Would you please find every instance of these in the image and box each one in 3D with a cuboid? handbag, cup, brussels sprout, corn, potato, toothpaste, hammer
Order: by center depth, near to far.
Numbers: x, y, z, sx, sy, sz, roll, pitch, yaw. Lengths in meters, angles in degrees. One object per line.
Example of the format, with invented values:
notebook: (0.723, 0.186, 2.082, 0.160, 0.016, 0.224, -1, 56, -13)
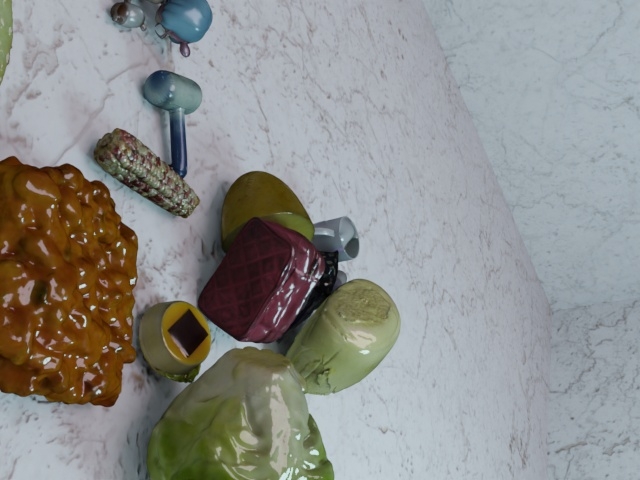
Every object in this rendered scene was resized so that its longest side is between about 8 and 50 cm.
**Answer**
brussels sprout: (-0.128, 0.334, 1.232, 0.242, 0.274, 0.316, -168, -117, -74)
corn: (-0.284, -0.107, 1.338, 0.237, 0.079, 0.079, 40, 45, -50)
hammer: (-0.263, -0.207, 1.440, 0.116, 0.069, 0.194, 7, 77, -62)
handbag: (-0.105, 0.077, 1.454, 0.225, 0.146, 0.135, -58, 148, 6)
potato: (-0.116, -0.058, 1.566, 0.203, 0.178, 0.158, 10, 50, -39)
handbag: (-0.032, 0.056, 1.691, 0.115, 0.139, 0.072, -65, 168, -66)
toothpaste: (-0.004, 0.132, 1.740, 0.282, 0.068, 0.099, -46, 152, -61)
cup: (0.003, -0.006, 1.776, 0.136, 0.133, 0.099, 55, 36, -36)

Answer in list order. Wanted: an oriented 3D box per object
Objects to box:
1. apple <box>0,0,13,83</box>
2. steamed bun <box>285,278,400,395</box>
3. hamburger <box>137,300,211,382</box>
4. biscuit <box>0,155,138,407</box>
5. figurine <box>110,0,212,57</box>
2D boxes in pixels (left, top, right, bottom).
apple: (-0.496, -0.210, 0.851, 0.254, 0.179, 0.346, 32, 55, -2)
steamed bun: (0.055, 0.213, 1.654, 0.166, 0.232, 0.273, 37, 28, 12)
hamburger: (-0.239, 0.167, 1.304, 0.141, 0.081, 0.126, 47, 36, -26)
biscuit: (-0.338, 0.060, 1.058, 0.318, 0.110, 0.312, 63, 24, -73)
figurine: (-0.303, -0.449, 1.423, 0.260, 0.103, 0.205, 48, 36, -27)
